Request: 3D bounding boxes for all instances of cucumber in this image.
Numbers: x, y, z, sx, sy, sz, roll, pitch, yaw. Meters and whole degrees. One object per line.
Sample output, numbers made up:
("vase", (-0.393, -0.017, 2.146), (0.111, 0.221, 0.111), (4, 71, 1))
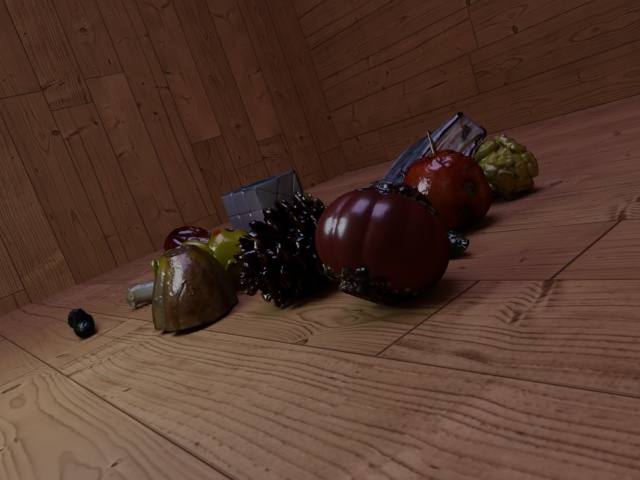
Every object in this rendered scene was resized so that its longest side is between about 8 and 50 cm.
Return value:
("cucumber", (0.212, 0.008, 1.087), (0.069, 0.069, 0.227), (-26, 15, -34))
("cucumber", (-0.700, 0.245, 1.576), (0.067, 0.067, 0.245), (-25, 13, -29))

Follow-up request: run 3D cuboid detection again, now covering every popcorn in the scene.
("popcorn", (0.479, -0.186, 1.402), (0.168, 0.173, 0.195), (21, -8, 14))

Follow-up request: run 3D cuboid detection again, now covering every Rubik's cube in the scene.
("Rubik's cube", (-0.202, -0.117, 2.037), (0.225, 0.221, 0.231), (-10, 14, 45))

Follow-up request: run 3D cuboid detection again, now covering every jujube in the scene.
("jujube", (-0.451, 0.032, 1.944), (0.255, 0.190, 0.190), (-2, 18, 39))

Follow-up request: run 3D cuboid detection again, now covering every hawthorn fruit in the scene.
("hawthorn fruit", (0.276, -0.136, 1.218), (0.207, 0.243, 0.207), (-17, 8, 2))

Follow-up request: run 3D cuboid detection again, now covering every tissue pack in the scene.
("tissue pack", (0.286, -0.202, 1.518), (0.259, 0.122, 0.361), (-50, 3, -10))

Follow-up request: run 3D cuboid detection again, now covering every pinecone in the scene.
("pinecone", (-0.057, 0.014, 1.134), (0.273, 0.224, 0.224), (-27, 11, -18))

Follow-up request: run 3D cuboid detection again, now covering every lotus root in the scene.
("lotus root", (-0.312, 0.106, 1.240), (0.188, 0.180, 0.199), (-14, 10, 12))

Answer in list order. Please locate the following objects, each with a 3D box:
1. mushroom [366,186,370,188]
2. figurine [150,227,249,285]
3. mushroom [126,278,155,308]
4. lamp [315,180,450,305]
("mushroom", (0.121, -0.044, 1.241), (0.159, 0.122, 0.328), (-61, -1, -7))
("figurine", (-0.281, 0.061, 1.435), (0.327, 0.169, 0.218), (-28, -12, -15))
("mushroom", (-0.476, 0.133, 1.677), (0.278, 0.099, 0.096), (-24, -4, -3))
("lamp", (0.104, -0.001, 0.892), (0.227, 0.226, 0.227), (-19, 10, 3))
